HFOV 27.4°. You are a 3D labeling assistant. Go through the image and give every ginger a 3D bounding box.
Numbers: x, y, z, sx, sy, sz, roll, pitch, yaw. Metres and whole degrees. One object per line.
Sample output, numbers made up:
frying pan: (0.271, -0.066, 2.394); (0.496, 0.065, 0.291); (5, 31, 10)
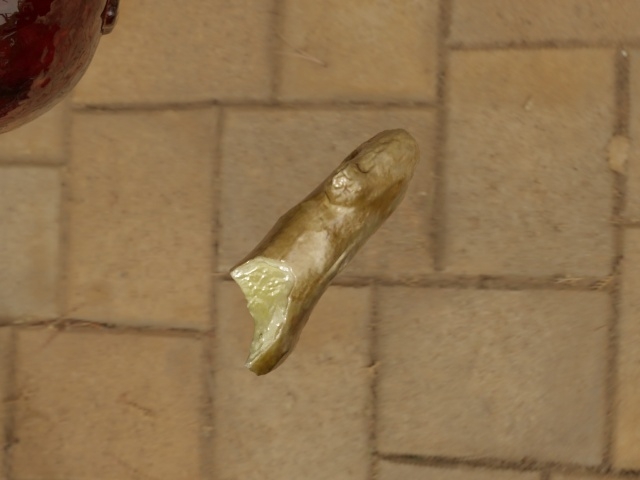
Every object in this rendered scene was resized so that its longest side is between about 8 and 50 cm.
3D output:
ginger: (-0.001, -0.001, 0.615); (0.137, 0.057, 0.044); (-52, 39, -8)

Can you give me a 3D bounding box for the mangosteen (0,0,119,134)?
mangosteen: (-0.228, -0.161, 0.679); (0.258, 0.215, 0.215); (6, 92, -14)
